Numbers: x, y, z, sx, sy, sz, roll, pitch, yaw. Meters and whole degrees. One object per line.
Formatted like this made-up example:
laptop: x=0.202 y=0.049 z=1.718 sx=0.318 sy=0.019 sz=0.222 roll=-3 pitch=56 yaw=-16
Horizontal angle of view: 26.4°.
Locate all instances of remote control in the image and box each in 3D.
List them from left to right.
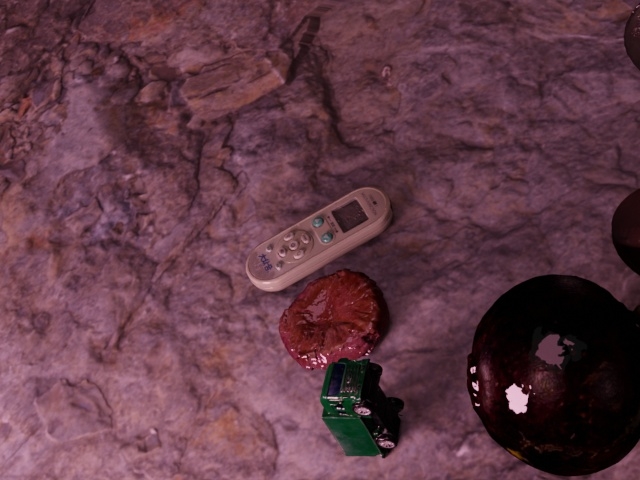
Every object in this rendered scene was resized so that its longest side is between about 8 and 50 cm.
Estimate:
remote control: x=0.000 y=0.000 z=1.875 sx=0.221 sy=0.042 sz=0.078 roll=-29 pitch=48 yaw=-1

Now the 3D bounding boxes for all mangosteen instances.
mangosteen: x=0.297 y=0.145 z=1.522 sx=0.265 sy=0.228 sz=0.228 roll=-7 pitch=51 yaw=1

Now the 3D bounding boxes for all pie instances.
pie: x=0.017 y=0.104 z=1.788 sx=0.153 sy=0.038 sz=0.153 roll=-13 pitch=52 yaw=16

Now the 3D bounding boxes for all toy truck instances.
toy truck: x=0.049 y=0.199 z=1.628 sx=0.079 sy=0.147 sz=0.065 roll=-1 pitch=54 yaw=21

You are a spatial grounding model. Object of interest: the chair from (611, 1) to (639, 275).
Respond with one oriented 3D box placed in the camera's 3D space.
chair: x=0.462 y=-0.101 z=1.631 sx=0.226 sy=0.226 sz=0.401 roll=-2 pitch=53 yaw=22
